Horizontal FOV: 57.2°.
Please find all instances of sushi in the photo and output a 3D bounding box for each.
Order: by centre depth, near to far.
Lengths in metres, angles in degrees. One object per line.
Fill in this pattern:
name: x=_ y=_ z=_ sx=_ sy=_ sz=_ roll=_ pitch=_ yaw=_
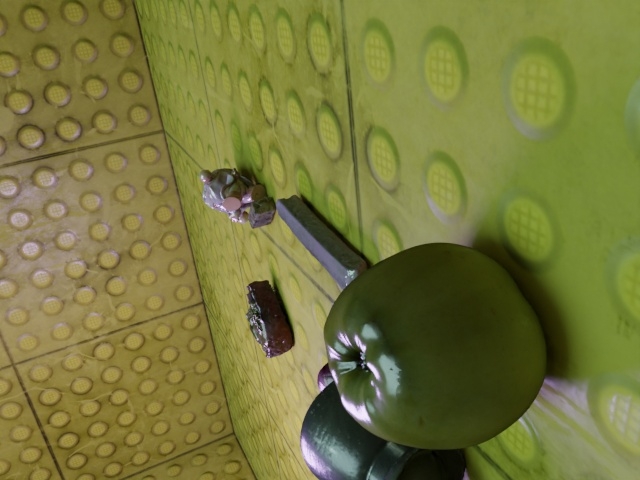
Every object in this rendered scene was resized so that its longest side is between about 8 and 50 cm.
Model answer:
sushi: x=-0.154 y=0.248 z=1.775 sx=0.161 sy=0.107 sz=0.241 roll=46 pitch=147 yaw=44

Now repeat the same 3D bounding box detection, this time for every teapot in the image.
teapot: x=0.100 y=0.415 z=1.018 sx=0.223 sy=0.305 sz=0.285 roll=33 pitch=175 yaw=-34

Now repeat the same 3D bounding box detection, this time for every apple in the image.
apple: x=0.137 y=0.127 z=0.732 sx=0.262 sy=0.262 sz=0.262 roll=52 pitch=152 yaw=44

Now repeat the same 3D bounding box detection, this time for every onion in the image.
onion: x=0.049 y=0.324 z=1.328 sx=0.104 sy=0.115 sz=0.115 roll=-23 pitch=-82 yaw=-65

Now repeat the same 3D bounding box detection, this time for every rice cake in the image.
rice cake: x=0.000 y=0.000 z=1.229 sx=0.365 sy=0.056 sz=0.072 roll=46 pitch=153 yaw=50

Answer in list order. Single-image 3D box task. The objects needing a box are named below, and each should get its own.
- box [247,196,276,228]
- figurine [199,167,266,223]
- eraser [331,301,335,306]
box: x=-0.158 y=-0.074 z=1.575 sx=0.098 sy=0.062 sz=0.045 roll=115 pitch=135 yaw=-63
figurine: x=-0.252 y=-0.137 z=1.673 sx=0.200 sy=0.133 sz=0.276 roll=49 pitch=166 yaw=-26
eraser: x=0.051 y=0.188 z=1.295 sx=0.065 sy=0.026 sz=0.105 roll=-131 pitch=30 yaw=-52
